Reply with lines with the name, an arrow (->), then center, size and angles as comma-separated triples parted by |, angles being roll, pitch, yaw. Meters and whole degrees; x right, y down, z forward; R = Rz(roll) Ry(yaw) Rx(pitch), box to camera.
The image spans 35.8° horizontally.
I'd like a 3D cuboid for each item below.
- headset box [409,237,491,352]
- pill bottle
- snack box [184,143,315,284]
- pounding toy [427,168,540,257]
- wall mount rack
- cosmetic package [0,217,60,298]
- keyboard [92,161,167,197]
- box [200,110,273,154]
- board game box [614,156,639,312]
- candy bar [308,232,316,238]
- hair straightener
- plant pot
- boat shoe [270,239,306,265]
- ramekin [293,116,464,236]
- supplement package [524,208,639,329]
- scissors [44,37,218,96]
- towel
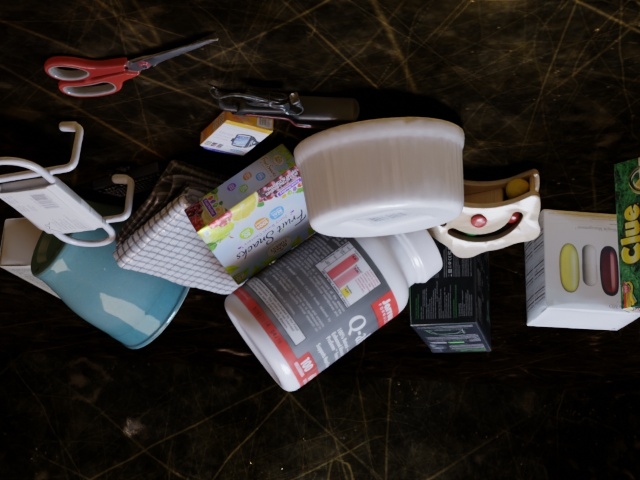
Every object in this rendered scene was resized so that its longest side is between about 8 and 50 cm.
headset box -> 0.270, 0.085, 2.016 | 0.131, 0.246, 0.283 | -3, 162, 16
pill bottle -> 0.027, 0.088, 1.788 | 0.363, 0.210, 0.210 | -36, 165, -10
snack box -> -0.106, -0.043, 1.724 | 0.207, 0.070, 0.174 | -33, 140, -2
pounding toy -> 0.271, -0.077, 1.802 | 0.269, 0.155, 0.154 | -17, 127, 24
wall mount rack -> -0.508, -0.102, 1.733 | 0.304, 0.131, 0.350 | -5, 156, 14
cosmetic package -> -0.571, 0.049, 2.233 | 0.160, 0.113, 0.309 | -2, 161, 12
keyboard -> -0.350, -0.113, 1.850 | 0.180, 0.023, 0.108 | -12, 157, 36
box -> -0.141, -0.175, 1.622 | 0.081, 0.028, 0.136 | 11, 162, -26
board game box -> 0.554, -0.019, 1.629 | 0.030, 0.260, 0.136 | 17, 157, -37
candy bar -> 0.000, 0.000, 2.119 | 0.018, 0.040, 0.161 | -15, 158, 19
hair straightener -> -0.053, -0.211, 1.488 | 0.230, 0.047, 0.089 | 10, 161, -7
plant pot -> -0.430, 0.045, 2.001 | 0.255, 0.272, 0.271 | 31, 150, -29
boat shoe -> -0.075, 0.019, 2.101 | 0.102, 0.092, 0.285 | -1, 162, 10
ramekin -> 0.100, -0.093, 1.591 | 0.277, 0.135, 0.277 | -5, 170, -1
supplement package -> 0.519, 0.061, 1.972 | 0.194, 0.203, 0.149 | 3, 162, -3
scissors -> -0.262, -0.250, 1.427 | 0.297, 0.021, 0.109 | -5, 158, 19
towel -> -0.222, -0.020, 1.860 | 0.283, 0.121, 0.235 | 17, 135, -39
